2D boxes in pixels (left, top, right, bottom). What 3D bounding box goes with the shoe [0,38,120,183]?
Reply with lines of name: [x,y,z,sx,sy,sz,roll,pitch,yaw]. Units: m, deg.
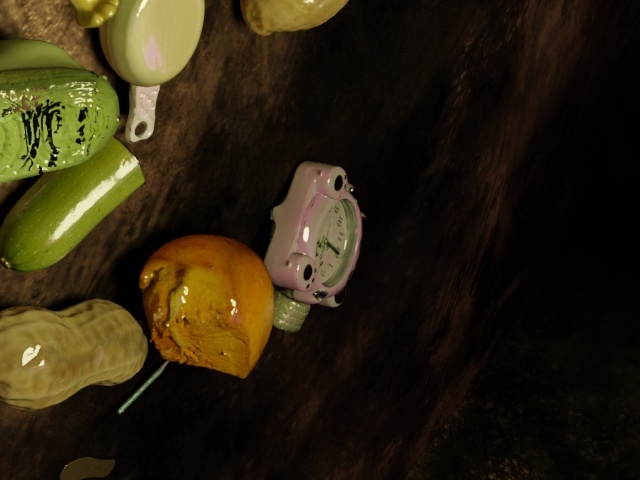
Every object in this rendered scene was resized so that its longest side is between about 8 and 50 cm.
shoe: [-0.325,-0.113,0.895,0.262,0.128,0.140,-12,122,-23]

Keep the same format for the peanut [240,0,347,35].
peanut: [-0.007,-0.375,1.241,0.253,0.137,0.122,-60,-160,-1]

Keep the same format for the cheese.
cheese: [-0.200,-0.217,1.095,0.137,0.064,0.227,-25,136,-47]

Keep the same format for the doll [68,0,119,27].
doll: [-0.248,-0.323,0.826,0.141,0.117,0.296,-55,155,-20]

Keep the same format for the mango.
mango: [-0.150,0.107,1.392,0.199,0.201,0.350,-42,163,-2]

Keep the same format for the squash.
squash: [-0.297,-0.038,1.076,0.188,0.095,0.095,-46,152,-19]

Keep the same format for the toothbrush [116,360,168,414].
toothbrush: [-0.262,0.217,1.493,0.167,0.014,0.011,-46,160,-30]

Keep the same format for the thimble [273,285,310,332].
thimble: [-0.064,0.123,1.691,0.062,0.084,0.110,-61,163,4]

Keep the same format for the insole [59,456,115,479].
insole: [-0.362,0.357,1.463,0.045,0.002,0.135,-61,156,0]

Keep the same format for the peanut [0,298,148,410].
peanut: [-0.319,0.143,1.186,0.136,0.120,0.298,-44,162,21]

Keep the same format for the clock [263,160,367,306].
clock: [0.000,0.000,1.636,0.248,0.090,0.228,43,63,-60]
